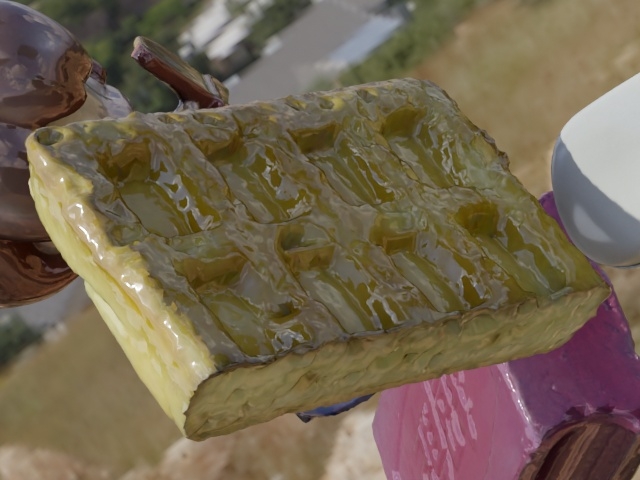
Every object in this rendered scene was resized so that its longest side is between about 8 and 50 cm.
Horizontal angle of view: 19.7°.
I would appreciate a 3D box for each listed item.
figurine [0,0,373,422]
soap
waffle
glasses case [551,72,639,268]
[{"bbox_3d":[-0.150,-0.021,1.143,0.248,0.388,0.276,-50,35,27],"label":"figurine"},{"bbox_3d":[0.159,0.156,1.597,0.128,0.359,0.233,-8,57,-16],"label":"soap"},{"bbox_3d":[0.000,0.000,0.888,0.274,0.168,0.057,-11,-39,-41],"label":"waffle"},{"bbox_3d":[0.210,-0.059,0.923,0.059,0.092,0.233,-3,-18,-43],"label":"glasses case"}]
